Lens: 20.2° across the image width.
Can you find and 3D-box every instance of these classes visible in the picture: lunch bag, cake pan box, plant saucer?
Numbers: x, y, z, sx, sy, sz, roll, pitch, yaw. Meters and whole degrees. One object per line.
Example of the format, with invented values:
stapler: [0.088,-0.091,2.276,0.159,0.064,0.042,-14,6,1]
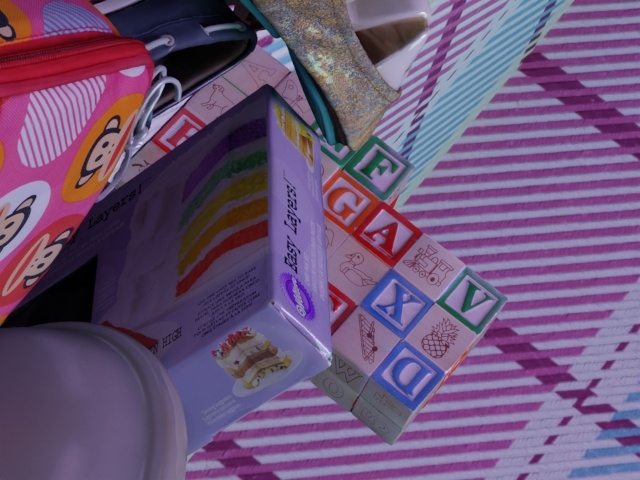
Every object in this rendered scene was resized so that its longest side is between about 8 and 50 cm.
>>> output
lunch bag: [-0.226,0.000,0.822,0.293,0.120,0.258,-53,168,24]
cake pan box: [-0.114,0.048,1.183,0.267,0.070,0.245,-33,-150,22]
plant saucer: [-0.263,0.178,1.009,0.400,0.100,0.400,-28,-148,19]

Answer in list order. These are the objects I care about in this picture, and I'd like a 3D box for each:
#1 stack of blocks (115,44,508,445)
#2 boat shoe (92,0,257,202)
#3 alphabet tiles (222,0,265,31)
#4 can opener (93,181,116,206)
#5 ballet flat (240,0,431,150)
stack of blocks: [0.000,0.000,1.435,0.171,0.297,0.087,-47,171,-25]
boat shoe: [-0.128,-0.089,1.092,0.254,0.079,0.095,-42,168,-51]
alphabet tiles: [0.012,-0.211,1.197,0.198,0.009,0.237,-10,157,-17]
can opener: [-0.212,0.058,1.398,0.283,0.076,0.095,-57,-157,28]
ballet flat: [0.011,-0.158,1.158,0.123,0.123,0.348,-51,154,-7]
